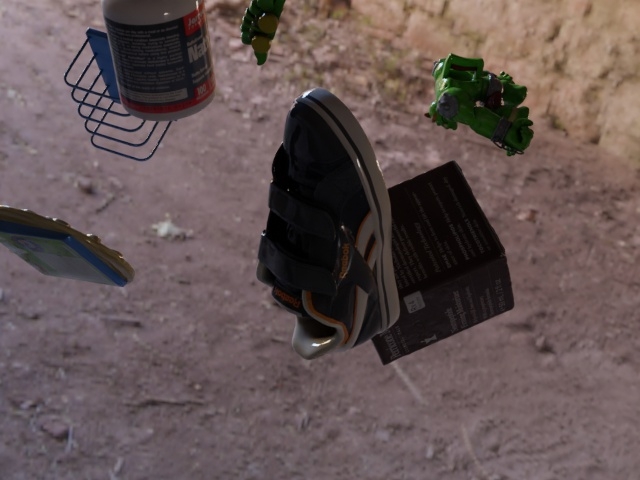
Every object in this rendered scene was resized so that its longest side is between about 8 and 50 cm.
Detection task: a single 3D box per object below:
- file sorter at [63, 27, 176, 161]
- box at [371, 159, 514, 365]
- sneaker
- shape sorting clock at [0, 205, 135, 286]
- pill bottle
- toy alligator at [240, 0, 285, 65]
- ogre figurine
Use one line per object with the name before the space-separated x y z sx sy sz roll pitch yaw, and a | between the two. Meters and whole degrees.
file sorter | -0.301 -0.214 1.577 0.118 0.170 0.104 17 63 13
box | 0.132 0.032 1.412 0.203 0.168 0.167 -24 58 1
sneaker | 0.000 0.000 1.112 0.127 0.321 0.126 -31 39 -23
shape sorting clock | -0.329 0.005 1.311 0.206 0.206 0.040 15 69 5
pill bottle | -0.172 -0.227 1.097 0.108 0.180 0.108 -3 39 2
toy alligator | -0.079 -0.333 1.498 0.051 0.189 0.056 18 44 -6
ogre figurine | 0.196 -0.176 1.293 0.118 0.097 0.197 19 49 -8
